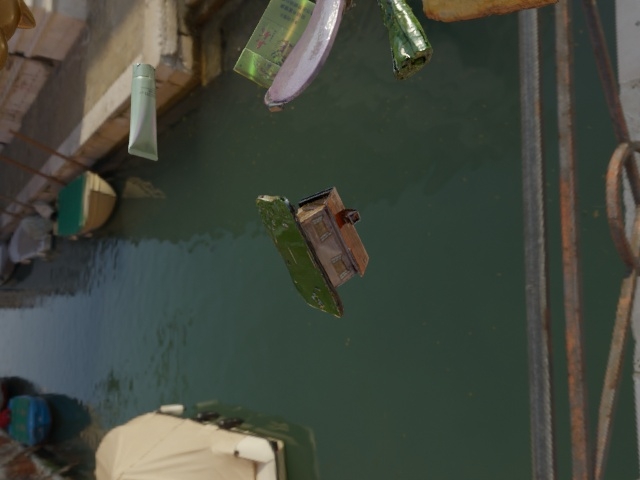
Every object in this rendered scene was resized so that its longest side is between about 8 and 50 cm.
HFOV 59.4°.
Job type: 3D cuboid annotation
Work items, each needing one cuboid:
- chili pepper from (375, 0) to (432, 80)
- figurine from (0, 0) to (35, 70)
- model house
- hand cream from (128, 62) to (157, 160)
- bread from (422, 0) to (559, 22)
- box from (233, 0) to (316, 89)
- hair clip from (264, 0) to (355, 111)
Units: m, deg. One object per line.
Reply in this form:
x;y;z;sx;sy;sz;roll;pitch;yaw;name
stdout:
0.133;-0.441;1.014;0.085;0.076;0.359;-41;46;45;chili pepper
-0.617;-0.393;0.983;0.215;0.215;0.228;-46;19;41;figurine
0.000;-0.001;1.266;0.207;0.154;0.294;11;131;63;model house
-0.382;-0.278;1.210;0.050;0.078;0.205;-7;82;30;hand cream
0.352;-0.548;1.169;0.274;0.114;0.185;2;45;22;bread
-0.135;-0.652;1.834;0.173;0.043;0.311;30;93;8;box
-0.011;-0.418;1.178;0.095;0.110;0.359;83;-148;-67;hair clip
